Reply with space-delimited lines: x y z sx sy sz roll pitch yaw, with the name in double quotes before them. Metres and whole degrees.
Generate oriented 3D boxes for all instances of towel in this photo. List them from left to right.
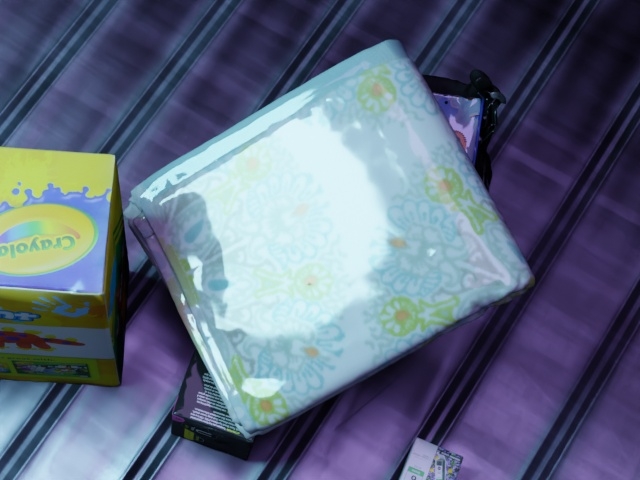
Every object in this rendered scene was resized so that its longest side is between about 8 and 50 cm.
"towel" 0.000 0.000 1.627 0.374 0.090 0.320 -30 78 9

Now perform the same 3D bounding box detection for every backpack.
"backpack" 0.110 -0.050 1.766 0.213 0.276 0.263 -1 78 2

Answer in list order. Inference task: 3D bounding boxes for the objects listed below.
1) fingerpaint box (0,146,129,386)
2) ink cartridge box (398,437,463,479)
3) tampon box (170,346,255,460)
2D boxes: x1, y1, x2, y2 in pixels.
"fingerpaint box" -0.441 0.027 1.621 0.444 0.371 0.163 4 70 -3
"ink cartridge box" 0.121 0.300 1.753 0.063 0.029 0.115 23 69 3
"tampon box" -0.104 0.159 1.735 0.101 0.120 0.161 19 70 1
